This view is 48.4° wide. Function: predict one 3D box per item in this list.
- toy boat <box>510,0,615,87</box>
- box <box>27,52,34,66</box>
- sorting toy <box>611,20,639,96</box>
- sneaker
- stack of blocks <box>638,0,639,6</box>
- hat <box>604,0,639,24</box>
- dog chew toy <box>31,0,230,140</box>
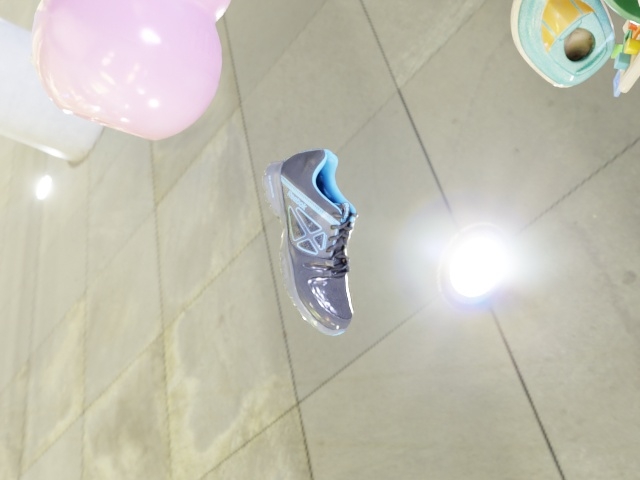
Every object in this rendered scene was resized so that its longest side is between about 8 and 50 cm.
[{"bbox_3d":[0.544,-0.476,1.438,0.318,0.267,0.148,-45,29,16],"label":"toy boat"},{"bbox_3d":[-0.402,-0.382,1.339,0.275,0.094,0.113,-44,41,-14],"label":"box"},{"bbox_3d":[0.793,-0.506,1.817,0.348,0.047,0.196,78,-160,-74],"label":"sorting toy"},{"bbox_3d":[0.000,0.000,1.278,0.139,0.125,0.341,-20,84,30],"label":"sneaker"},{"bbox_3d":[0.315,-0.219,0.359,0.171,0.087,0.297,28,89,39],"label":"stack of blocks"},{"bbox_3d":[0.600,-0.508,1.251,0.183,0.208,0.173,-48,-11,-18],"label":"hat"},{"bbox_3d":[-0.187,-0.286,0.790,0.206,0.206,0.332,20,92,54],"label":"dog chew toy"}]
